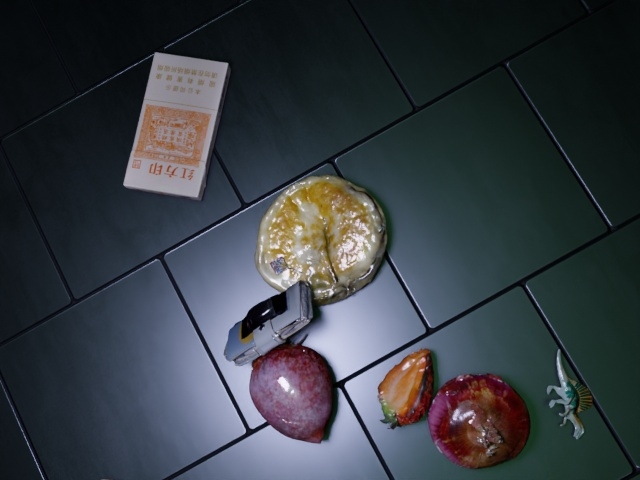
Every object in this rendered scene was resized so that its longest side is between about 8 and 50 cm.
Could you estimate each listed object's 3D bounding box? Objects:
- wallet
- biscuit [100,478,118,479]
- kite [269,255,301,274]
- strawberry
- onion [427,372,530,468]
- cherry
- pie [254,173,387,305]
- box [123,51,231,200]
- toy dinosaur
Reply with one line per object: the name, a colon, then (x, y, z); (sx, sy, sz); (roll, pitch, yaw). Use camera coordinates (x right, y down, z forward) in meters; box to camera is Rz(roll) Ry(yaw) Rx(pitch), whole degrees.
wallet: (-0.122, 0.191, 1.843); (0.231, 0.170, 0.069); (-35, 114, 19)
biscuit: (-0.489, 0.628, 1.906); (0.119, 0.019, 0.130); (-35, 79, 0)
kite: (-0.088, 0.070, 1.908); (0.078, 0.002, 0.044); (38, 95, 14)
strawberry: (0.207, 0.355, 1.842); (0.140, 0.085, 0.192); (-19, 45, 33)
onion: (0.356, 0.411, 1.778); (0.230, 0.163, 0.230); (0, 90, 13)
cherry: (-0.057, 0.356, 1.831); (0.192, 0.175, 0.250); (-22, 79, -20)
pie: (0.000, 0.000, 1.937); (0.339, 0.077, 0.339); (-2, 83, 13)
box: (-0.368, -0.295, 2.040); (0.204, 0.051, 0.365); (10, 81, 8)
toy dinosaur: (0.581, 0.357, 1.829); (0.106, 0.044, 0.187); (17, 69, -4)
